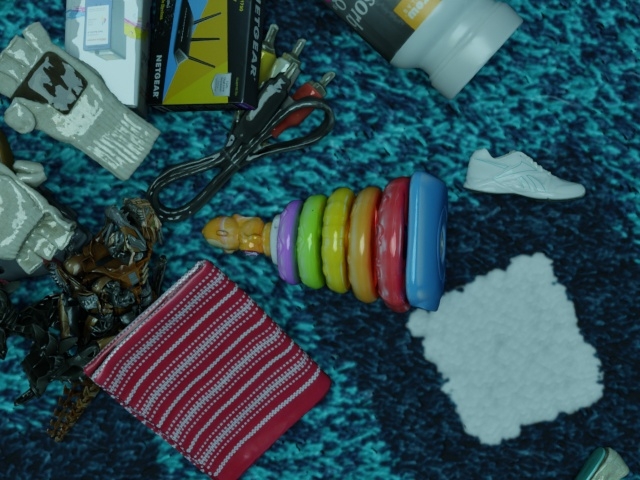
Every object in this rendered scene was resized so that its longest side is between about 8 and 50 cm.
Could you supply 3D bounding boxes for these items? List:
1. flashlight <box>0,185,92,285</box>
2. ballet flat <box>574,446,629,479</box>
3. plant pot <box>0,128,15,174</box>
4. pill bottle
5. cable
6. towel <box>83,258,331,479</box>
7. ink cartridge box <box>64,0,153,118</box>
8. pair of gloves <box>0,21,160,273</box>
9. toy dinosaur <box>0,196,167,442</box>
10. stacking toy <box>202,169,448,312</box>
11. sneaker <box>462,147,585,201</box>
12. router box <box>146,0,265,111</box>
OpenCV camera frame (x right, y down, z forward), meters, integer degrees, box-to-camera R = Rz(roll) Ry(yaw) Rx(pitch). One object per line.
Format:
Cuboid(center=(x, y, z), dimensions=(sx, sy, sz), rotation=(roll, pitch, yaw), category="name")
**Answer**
Cuboid(center=(-0.418, 0.070, 1.594), dimensions=(0.304, 0.103, 0.103), rotation=(-47, 124, 2), category="flashlight")
Cuboid(center=(0.322, 0.333, 1.612), dimensions=(0.052, 0.057, 0.168), rotation=(41, 90, -10), category="ballet flat")
Cuboid(center=(-0.488, -0.083, 1.547), dimensions=(0.205, 0.188, 0.205), rotation=(0, 90, 0), category="plant pot")
Cuboid(center=(0.099, -0.309, 1.562), dimensions=(0.278, 0.162, 0.162), rotation=(42, 90, 0), category="pill bottle")
Cuboid(center=(-0.093, -0.124, 1.628), dimensions=(0.139, 0.072, 0.287), rotation=(38, 102, -13), category="cable")
Cuboid(center=(-0.125, 0.166, 1.550), dimensions=(0.199, 0.031, 0.275), rotation=(-43, 128, 0), category="towel")
Cuboid(center=(-0.253, -0.258, 1.564), dimensions=(0.093, 0.154, 0.212), rotation=(4, 89, -2), category="ink cartridge box")
Cuboid(center=(-0.326, -0.099, 1.450), dimensions=(0.204, 0.042, 0.240), rotation=(44, 84, -7), category="pair of gloves")
Cuboid(center=(-0.277, 0.106, 1.551), dimensions=(0.164, 0.218, 0.322), rotation=(12, 105, 41), category="toy dinosaur")
Cuboid(center=(0.000, 0.000, 1.578), dimensions=(0.301, 0.175, 0.166), rotation=(2, 87, 11), category="stacking toy")
Cuboid(center=(0.257, -0.081, 1.614), dimensions=(0.152, 0.054, 0.061), rotation=(9, 87, 1), category="sneaker")
Cuboid(center=(-0.138, -0.249, 1.588), dimensions=(0.133, 0.046, 0.179), rotation=(1, 82, 22), category="router box")
